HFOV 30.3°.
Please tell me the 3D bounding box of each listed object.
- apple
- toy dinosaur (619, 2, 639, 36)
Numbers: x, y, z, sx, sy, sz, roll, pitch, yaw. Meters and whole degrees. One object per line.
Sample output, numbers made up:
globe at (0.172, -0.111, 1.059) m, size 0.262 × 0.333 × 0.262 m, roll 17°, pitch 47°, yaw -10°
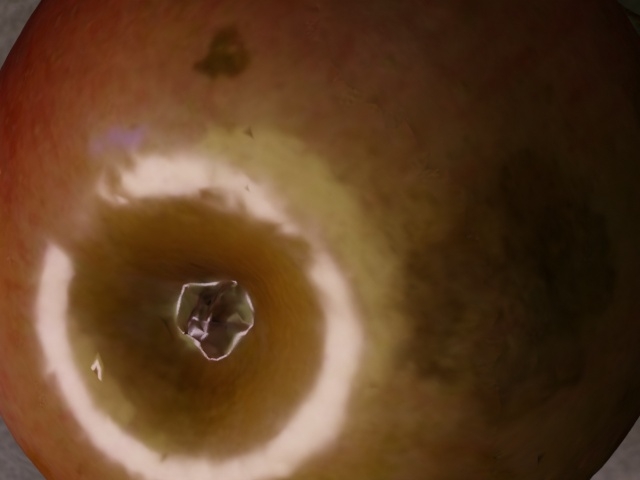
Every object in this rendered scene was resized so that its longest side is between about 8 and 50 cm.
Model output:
apple at (0.000, 0.000, 0.581) m, size 0.364 × 0.364 × 0.363 m, roll 6°, pitch 107°, yaw 20°
toy dinosaur at (0.298, -0.057, 0.599) m, size 0.393 × 0.092 × 0.205 m, roll -6°, pitch 97°, yaw 31°
